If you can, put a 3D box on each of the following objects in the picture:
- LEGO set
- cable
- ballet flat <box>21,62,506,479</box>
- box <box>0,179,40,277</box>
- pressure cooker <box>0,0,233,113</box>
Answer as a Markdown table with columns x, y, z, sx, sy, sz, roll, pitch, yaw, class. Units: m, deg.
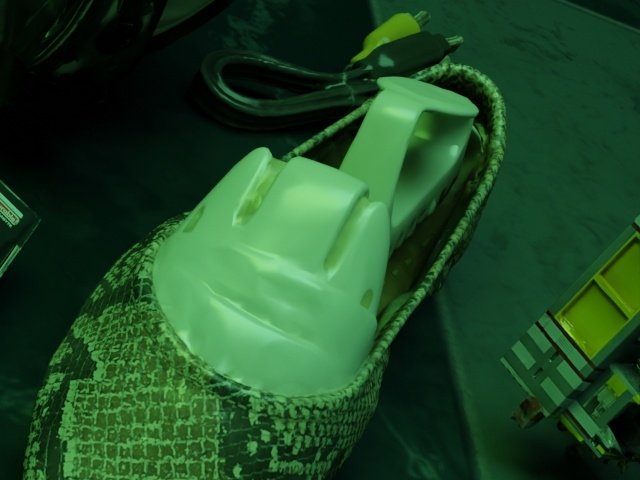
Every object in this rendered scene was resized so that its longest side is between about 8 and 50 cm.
| x | y | z | sx | sy | sz | roll | pitch | yaw | class |
| --- | --- | --- | --- | --- | --- | --- | --- | --- | --- |
| 0.267 | 0.111 | 0.857 | 0.255 | 0.192 | 0.331 | 50 | 20 | 24 | LEGO set |
| 0.027 | -0.108 | 1.106 | 0.287 | 0.072 | 0.139 | -21 | 73 | -37 | cable |
| 0.000 | 0.000 | 0.784 | 0.164 | 0.182 | 0.483 | 34 | 32 | 6 | ballet flat |
| -0.257 | -0.031 | 0.676 | 0.220 | 0.051 | 0.175 | 46 | 28 | -16 | box |
| -0.191 | -0.302 | 0.852 | 0.375 | 0.370 | 0.420 | -39 | 49 | -10 | pressure cooker |
